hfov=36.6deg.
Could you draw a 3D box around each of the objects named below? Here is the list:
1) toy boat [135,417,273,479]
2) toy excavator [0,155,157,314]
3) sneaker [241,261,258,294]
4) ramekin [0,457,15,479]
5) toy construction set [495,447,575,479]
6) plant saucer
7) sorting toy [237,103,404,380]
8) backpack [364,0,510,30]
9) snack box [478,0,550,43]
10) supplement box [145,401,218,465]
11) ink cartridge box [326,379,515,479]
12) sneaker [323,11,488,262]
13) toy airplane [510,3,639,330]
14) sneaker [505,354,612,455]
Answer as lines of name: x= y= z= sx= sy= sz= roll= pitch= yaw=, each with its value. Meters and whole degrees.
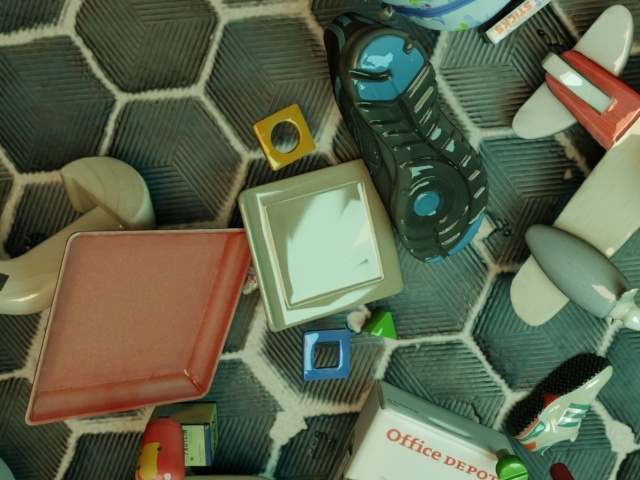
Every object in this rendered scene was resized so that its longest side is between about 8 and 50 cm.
toy boat: x=-0.164 y=0.350 z=1.187 sx=0.267 sy=0.148 sz=0.318 roll=-7 pitch=143 yaw=6
toy excavator: x=-0.462 y=0.060 z=1.128 sx=0.445 sy=0.433 sz=0.222 roll=14 pitch=146 yaw=9
sneaker: x=-0.087 y=0.015 z=1.239 sx=0.069 sy=0.038 sz=0.098 roll=38 pitch=90 yaw=-5
ramekin: x=-0.512 y=0.320 z=1.192 sx=0.277 sy=0.277 sz=0.135 roll=29 pitch=93 yaw=-5
toy construction set: x=0.191 y=0.404 z=1.094 sx=0.257 sy=0.237 sz=0.309 roll=39 pitch=99 yaw=-10
plant saucer: x=-0.220 y=0.090 z=1.170 sx=0.258 sy=0.047 sz=0.259 roll=-2 pitch=122 yaw=-41
sorting toy: x=0.000 y=0.000 z=1.213 sx=0.196 sy=0.047 sz=0.348 roll=-17 pitch=102 yaw=-20
backpack: x=0.106 y=-0.365 z=0.995 sx=0.290 sy=0.355 sz=0.273 roll=-39 pitch=101 yaw=8
snack box: x=0.269 y=-0.297 z=1.153 sx=0.178 sy=0.064 sz=0.022 roll=-38 pitch=98 yaw=8
supplement box: x=-0.179 y=0.251 z=1.263 sx=0.083 sy=0.083 sz=0.056 roll=-2 pitch=102 yaw=1
ink cartridge box: x=0.107 y=0.350 z=1.262 sx=0.198 sy=0.115 sz=0.273 roll=24 pitch=101 yaw=-5
sneaker: x=0.103 y=-0.122 z=1.154 sx=0.125 sy=0.140 sz=0.341 roll=-28 pitch=126 yaw=-6
toy airplane: x=0.398 y=-0.088 z=1.085 sx=0.384 sy=0.272 sz=0.386 roll=-4 pitch=108 yaw=10
sneaker: x=0.324 y=0.219 z=1.270 sx=0.161 sy=0.057 sz=0.075 roll=-41 pitch=115 yaw=7
